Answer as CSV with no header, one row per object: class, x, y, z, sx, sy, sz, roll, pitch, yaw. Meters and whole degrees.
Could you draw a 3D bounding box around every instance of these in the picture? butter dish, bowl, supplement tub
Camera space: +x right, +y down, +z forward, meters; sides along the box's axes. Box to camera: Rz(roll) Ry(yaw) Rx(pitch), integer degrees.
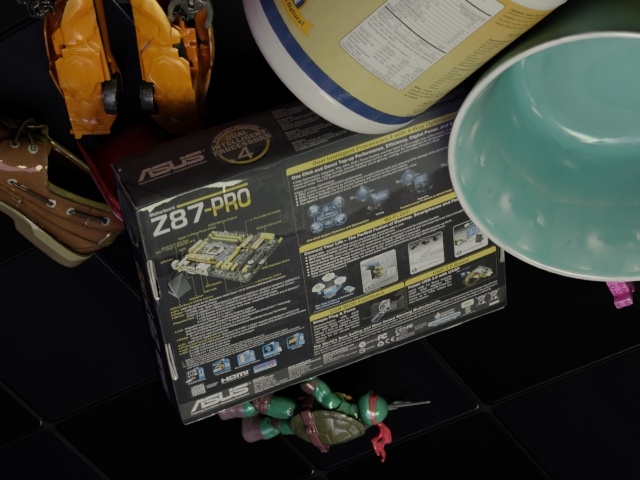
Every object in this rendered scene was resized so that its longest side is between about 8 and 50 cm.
butter dish,-0.163,-0.067,2.051,0.118,0.160,0.160,-45,127,7
bowl,0.286,-0.125,1.856,0.311,0.163,0.311,6,134,6
supplement tub,0.104,-0.268,1.760,0.228,0.228,0.316,36,126,-24

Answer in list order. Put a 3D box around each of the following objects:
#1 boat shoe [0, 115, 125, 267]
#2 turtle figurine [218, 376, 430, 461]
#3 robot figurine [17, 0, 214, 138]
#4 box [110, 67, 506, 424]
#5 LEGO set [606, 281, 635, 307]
boat shoe,-0.332,-0.093,2.065,0.104,0.111,0.307,-33,132,26
turtle figurine,0.002,0.193,2.285,0.234,0.118,0.175,-8,132,21
robot figurine,-0.202,-0.229,1.929,0.211,0.085,0.291,1,133,5
box,0.000,0.000,2.005,0.395,0.097,0.318,-20,135,-12
LEGO set,0.325,-0.015,2.062,0.087,0.093,0.227,-19,128,22
